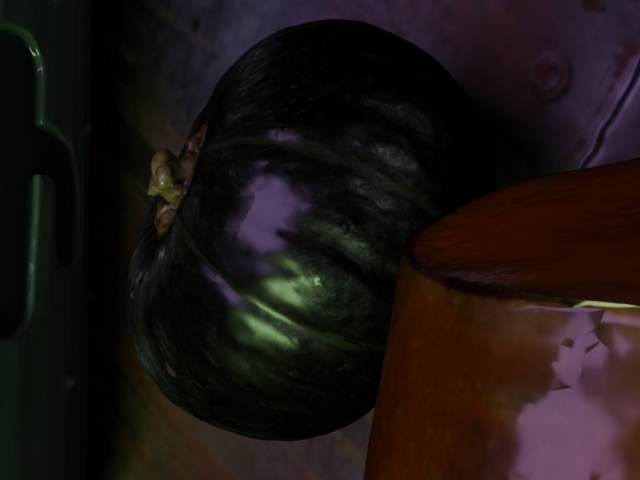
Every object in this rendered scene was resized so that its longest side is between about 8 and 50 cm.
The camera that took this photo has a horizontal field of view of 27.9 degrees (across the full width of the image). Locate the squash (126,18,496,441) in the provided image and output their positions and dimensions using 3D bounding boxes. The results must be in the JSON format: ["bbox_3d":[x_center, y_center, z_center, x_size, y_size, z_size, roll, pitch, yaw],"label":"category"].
[{"bbox_3d":[-0.005,-0.001,0.568,0.193,0.156,0.193,-39,19,16],"label":"squash"}]

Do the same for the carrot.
[{"bbox_3d":[0.100,0.121,0.423,0.193,0.214,0.331,8,94,46],"label":"carrot"}]

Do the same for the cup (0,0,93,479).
[{"bbox_3d":[-0.285,-0.016,0.708,0.310,0.401,0.392,2,80,6],"label":"cup"}]
